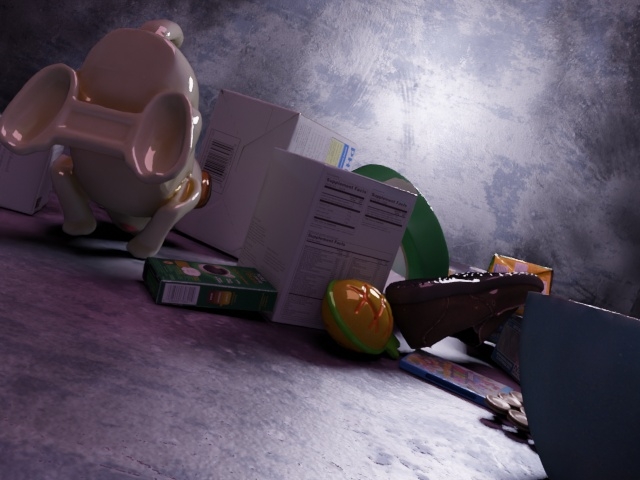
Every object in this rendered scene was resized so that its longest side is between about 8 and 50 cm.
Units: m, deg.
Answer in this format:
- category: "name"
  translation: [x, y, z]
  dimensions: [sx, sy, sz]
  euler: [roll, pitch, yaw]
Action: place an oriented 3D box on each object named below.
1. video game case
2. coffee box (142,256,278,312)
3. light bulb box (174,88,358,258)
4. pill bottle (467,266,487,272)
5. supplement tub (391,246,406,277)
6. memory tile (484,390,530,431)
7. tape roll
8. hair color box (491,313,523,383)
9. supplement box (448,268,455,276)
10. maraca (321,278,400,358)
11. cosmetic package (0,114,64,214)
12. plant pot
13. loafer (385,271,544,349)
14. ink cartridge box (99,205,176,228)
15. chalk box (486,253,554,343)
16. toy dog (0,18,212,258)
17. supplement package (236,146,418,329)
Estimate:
- category: "video game case"
  translation: [0.216, 0.217, 0.916]
  dimensions: [0.167, 0.015, 0.119]
  euler: [22, 7, 22]
- category: "coffee box"
  translation: [-0.169, 0.068, 0.894]
  dimensions: [0.184, 0.040, 0.113]
  euler: [8, 12, -30]
- category: "light bulb box"
  translation: [-0.121, -0.144, 1.464]
  dimensions: [0.226, 0.357, 0.361]
  euler: [24, 7, 23]
- category: "pill bottle"
  translation: [0.397, 0.143, 1.489]
  dimensions: [0.078, 0.137, 0.078]
  euler: [17, 6, -2]
- category: "supplement tub"
  translation: [0.135, 0.027, 1.485]
  dimensions: [0.273, 0.191, 0.191]
  euler: [20, 7, 15]
- category: "memory tile"
  translation: [0.305, 0.255, 0.795]
  dimensions: [0.113, 0.012, 0.148]
  euler: [9, 18, -47]
- category: "tape roll"
  translation: [0.130, -0.001, 1.236]
  dimensions: [0.077, 0.321, 0.321]
  euler: [-28, 32, -27]
- category: "hair color box"
  translation: [0.526, 0.252, 1.096]
  dimensions: [0.348, 0.105, 0.174]
  euler: [17, 6, -7]
- category: "supplement box"
  translation: [0.343, 0.124, 1.665]
  dimensions: [0.036, 0.098, 0.062]
  euler: [24, 9, 39]
- category: "maraca"
  translation: [0.070, 0.125, 0.915]
  dimensions: [0.186, 0.099, 0.127]
  euler: [31, 36, -45]
- category: "cosmetic package"
  translation: [-0.605, -0.154, 1.099]
  dimensions: [0.184, 0.151, 0.151]
  euler: [17, 8, -18]
- category: "plant pot"
  translation: [0.342, 0.192, 0.628]
  dimensions: [0.291, 0.195, 0.290]
  euler: [18, 0, 0]
- category: "loafer"
  translation: [0.267, 0.127, 1.064]
  dimensions: [0.366, 0.129, 0.134]
  euler: [-2, -1, -32]
- category: "ink cartridge box"
  translation: [-0.398, -0.073, 1.441]
  dimensions: [0.171, 0.056, 0.235]
  euler: [21, 9, 23]
- category: "chalk box"
  translation: [0.411, 0.151, 1.284]
  dimensions: [0.132, 0.132, 0.213]
  euler: [16, -33, 10]
- category: "toy dog"
  translation: [-0.345, -0.163, 1.076]
  dimensions: [0.285, 0.394, 0.407]
  euler: [5, -26, -3]
- category: "supplement package"
  translation: [0.000, 0.000, 1.022]
  dimensions: [0.198, 0.262, 0.199]
  euler: [14, 8, -31]
